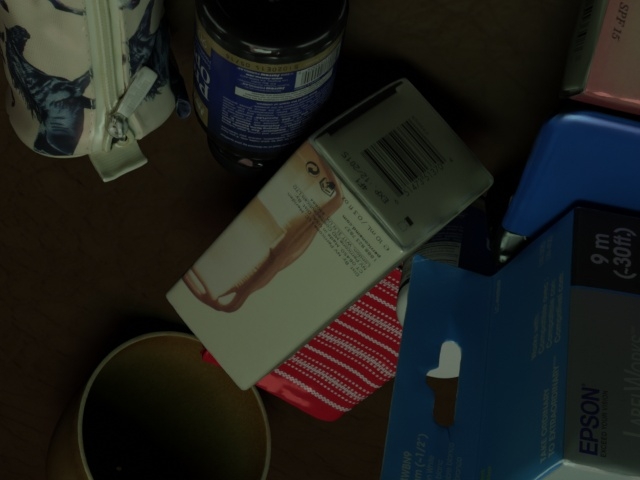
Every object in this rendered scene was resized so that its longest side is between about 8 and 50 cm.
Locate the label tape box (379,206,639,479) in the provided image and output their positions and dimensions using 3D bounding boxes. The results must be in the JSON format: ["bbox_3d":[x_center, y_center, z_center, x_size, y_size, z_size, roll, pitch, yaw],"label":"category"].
[{"bbox_3d":[0.234,0.105,0.995,0.348,0.249,0.115,12,137,1],"label":"label tape box"}]

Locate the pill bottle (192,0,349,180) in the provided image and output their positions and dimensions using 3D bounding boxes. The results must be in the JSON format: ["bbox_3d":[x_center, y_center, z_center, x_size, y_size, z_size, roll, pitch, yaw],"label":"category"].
[{"bbox_3d":[-0.047,-0.145,1.119,0.123,0.122,0.219,13,151,0],"label":"pill bottle"}]

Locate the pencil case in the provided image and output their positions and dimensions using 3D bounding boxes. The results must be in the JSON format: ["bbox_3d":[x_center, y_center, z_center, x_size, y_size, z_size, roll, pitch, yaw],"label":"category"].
[{"bbox_3d":[-0.194,-0.248,1.016,0.183,0.160,0.410,44,151,33],"label":"pencil case"}]

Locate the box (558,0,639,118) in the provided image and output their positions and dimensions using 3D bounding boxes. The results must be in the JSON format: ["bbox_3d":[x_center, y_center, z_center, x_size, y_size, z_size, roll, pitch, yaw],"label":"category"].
[{"bbox_3d":[0.312,-0.151,0.983,0.232,0.127,0.148,13,94,1],"label":"box"}]

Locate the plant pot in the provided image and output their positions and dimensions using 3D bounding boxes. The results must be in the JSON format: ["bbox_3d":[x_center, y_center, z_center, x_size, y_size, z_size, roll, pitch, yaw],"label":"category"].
[{"bbox_3d":[-0.225,0.252,1.562,0.237,0.237,0.254,33,147,-21],"label":"plant pot"}]

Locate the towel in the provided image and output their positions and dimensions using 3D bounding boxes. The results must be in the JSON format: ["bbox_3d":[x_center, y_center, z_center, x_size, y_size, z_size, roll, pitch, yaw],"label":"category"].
[{"bbox_3d":[0.013,0.100,1.451,0.199,0.031,0.275,30,134,-19],"label":"towel"}]

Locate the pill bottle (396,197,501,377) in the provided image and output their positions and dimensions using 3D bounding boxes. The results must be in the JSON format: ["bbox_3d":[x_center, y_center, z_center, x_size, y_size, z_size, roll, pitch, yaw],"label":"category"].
[{"bbox_3d":[0.123,0.044,1.260,0.094,0.169,0.094,7,139,7],"label":"pill bottle"}]

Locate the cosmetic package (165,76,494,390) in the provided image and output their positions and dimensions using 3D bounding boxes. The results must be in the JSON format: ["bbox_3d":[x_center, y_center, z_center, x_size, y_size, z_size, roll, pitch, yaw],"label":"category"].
[{"bbox_3d":[0.000,0.000,1.212,0.129,0.153,0.296,49,137,3],"label":"cosmetic package"}]

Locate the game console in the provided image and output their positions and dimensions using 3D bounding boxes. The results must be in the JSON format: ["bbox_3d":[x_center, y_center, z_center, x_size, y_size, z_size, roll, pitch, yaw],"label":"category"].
[{"bbox_3d":[0.305,-0.037,1.130,0.293,0.250,0.173,14,111,0],"label":"game console"}]
